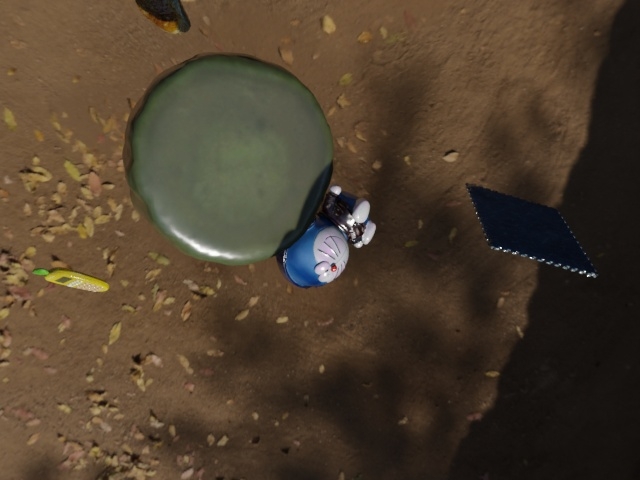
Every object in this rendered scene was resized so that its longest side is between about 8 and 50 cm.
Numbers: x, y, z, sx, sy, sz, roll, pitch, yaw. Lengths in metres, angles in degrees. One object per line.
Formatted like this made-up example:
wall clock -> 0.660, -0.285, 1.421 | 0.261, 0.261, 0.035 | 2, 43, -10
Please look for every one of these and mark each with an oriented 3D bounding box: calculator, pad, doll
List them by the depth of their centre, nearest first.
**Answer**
pad -> 0.479, -0.033, 1.147 | 0.269, 0.269, 0.012 | 14, 127, -11
doll -> 0.000, 0.000, 1.489 | 0.310, 0.240, 0.284 | -51, 138, -15
calculator -> -0.821, 0.128, 1.637 | 0.234, 0.146, 0.032 | 25, 61, -38

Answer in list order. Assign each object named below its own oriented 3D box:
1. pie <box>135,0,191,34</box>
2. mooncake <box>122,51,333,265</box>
pie -> -0.444, -0.666, 1.384 | 0.193, 0.163, 0.079 | 45, 61, -14
mooncake -> -0.161, -0.141, 0.866 | 0.356, 0.194, 0.357 | -6, 101, -29
